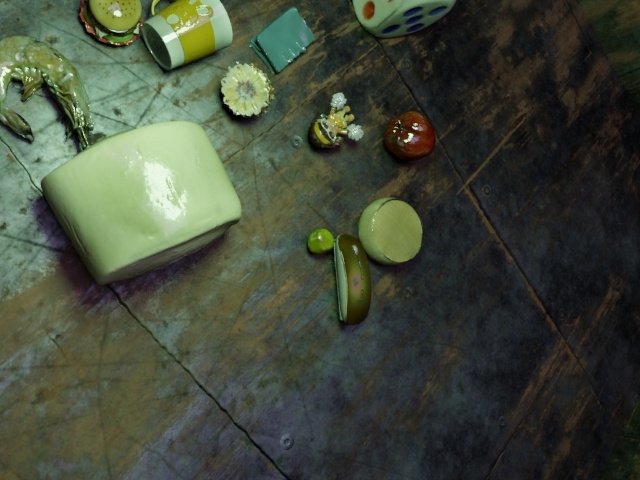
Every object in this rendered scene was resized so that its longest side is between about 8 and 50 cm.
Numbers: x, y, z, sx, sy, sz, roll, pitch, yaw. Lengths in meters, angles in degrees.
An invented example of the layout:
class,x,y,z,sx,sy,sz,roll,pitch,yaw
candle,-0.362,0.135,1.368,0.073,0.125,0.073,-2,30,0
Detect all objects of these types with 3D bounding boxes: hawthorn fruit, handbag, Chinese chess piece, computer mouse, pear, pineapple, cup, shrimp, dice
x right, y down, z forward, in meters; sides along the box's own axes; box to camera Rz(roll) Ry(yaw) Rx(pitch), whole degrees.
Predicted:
class,x,y,z,sx,sy,sz,roll,pitch,yaw
hawthorn fruit,0.346,-0.384,2.005,0.202,0.185,0.185,20,71,-43
handbag,-0.126,-0.688,1.834,0.144,0.057,0.221,51,61,-19
Chinese chess piece,0.254,-0.032,1.929,0.249,0.103,0.250,5,81,-31
computer mouse,0.111,0.130,1.815,0.158,0.071,0.311,5,78,-54
pear,0.000,0.000,1.778,0.092,0.097,0.092,0,66,-1
pineapple,-0.226,-0.476,1.701,0.176,0.137,0.161,36,104,-8
cup,-0.415,-0.644,1.591,0.226,0.185,0.241,-40,84,-24
shrimp,-0.735,-0.370,1.405,0.246,0.085,0.360,-37,98,-21
dice,0.319,-0.951,1.997,0.304,0.304,0.277,-14,90,-32

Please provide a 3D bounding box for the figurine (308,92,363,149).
class,x,y,z,sx,sy,sz,roll,pitch,yaw
figurine,0.051,-0.404,1.859,0.240,0.115,0.175,-43,107,-35

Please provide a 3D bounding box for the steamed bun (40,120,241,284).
class,x,y,z,sx,sy,sz,roll,pitch,yaw
steamed bun,-0.445,-0.119,1.409,0.455,0.290,0.372,-30,97,-31

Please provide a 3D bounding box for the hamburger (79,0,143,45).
class,x,y,z,sx,sy,sz,roll,pitch,yaw
hamburger,-0.584,-0.647,1.501,0.175,0.137,0.176,5,79,-27
